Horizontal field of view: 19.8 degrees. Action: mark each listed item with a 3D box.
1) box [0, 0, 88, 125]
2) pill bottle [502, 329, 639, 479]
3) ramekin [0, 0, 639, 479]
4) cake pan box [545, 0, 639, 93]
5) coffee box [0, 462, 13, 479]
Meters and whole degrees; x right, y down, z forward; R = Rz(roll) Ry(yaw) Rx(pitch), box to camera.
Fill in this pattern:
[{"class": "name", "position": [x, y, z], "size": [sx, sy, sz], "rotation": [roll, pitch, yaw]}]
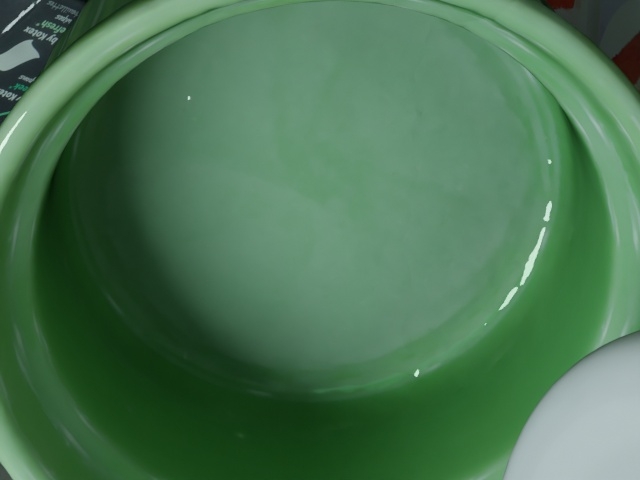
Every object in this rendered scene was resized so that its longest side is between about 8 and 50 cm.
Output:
[{"class": "box", "position": [-0.214, -0.090, 0.930], "size": [0.270, 0.143, 0.165], "rotation": [-37, 65, 20]}, {"class": "pill bottle", "position": [0.265, 0.121, 0.738], "size": [0.210, 0.363, 0.210], "rotation": [10, 102, 53]}, {"class": "ramekin", "position": [0.000, 0.000, 0.800], "size": [0.303, 0.148, 0.303], "rotation": [-1, 116, -3]}, {"class": "cake pan box", "position": [0.078, -0.061, 0.920], "size": [0.246, 0.070, 0.267], "rotation": [-1, 103, 18]}, {"class": "coffee box", "position": [-0.319, 0.145, 1.026], "size": [0.297, 0.168, 0.119], "rotation": [2, 102, 16]}]
